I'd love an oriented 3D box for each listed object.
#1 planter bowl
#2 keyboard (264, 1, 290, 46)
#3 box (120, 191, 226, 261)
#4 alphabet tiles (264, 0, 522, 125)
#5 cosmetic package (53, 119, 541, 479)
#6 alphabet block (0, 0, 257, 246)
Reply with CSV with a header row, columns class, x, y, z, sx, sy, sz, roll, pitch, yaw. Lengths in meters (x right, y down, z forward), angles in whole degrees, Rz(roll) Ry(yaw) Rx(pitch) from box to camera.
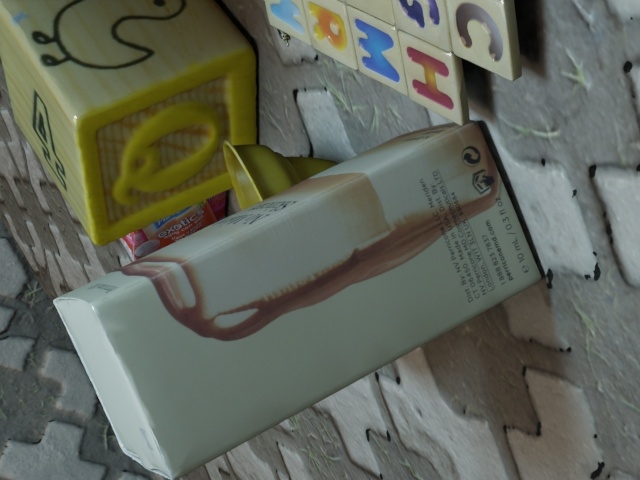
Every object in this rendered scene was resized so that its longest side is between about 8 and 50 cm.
class,x,y,z,sx,sy,sz,roll,pitch,yaw
planter bowl,0.000,0.000,1.112,0.217,0.090,0.217,158,90,-83
keyboard,-0.051,-0.282,1.022,0.317,0.033,0.201,55,153,27
box,-0.216,-0.124,1.473,0.257,0.122,0.128,56,158,23
alphabet tiles,0.003,-0.233,0.870,0.342,0.011,0.285,34,148,44
cosmetic package,-0.018,0.035,0.920,0.129,0.296,0.153,66,159,-8
alphabet block,-0.189,-0.149,1.287,0.197,0.192,0.193,51,158,30
